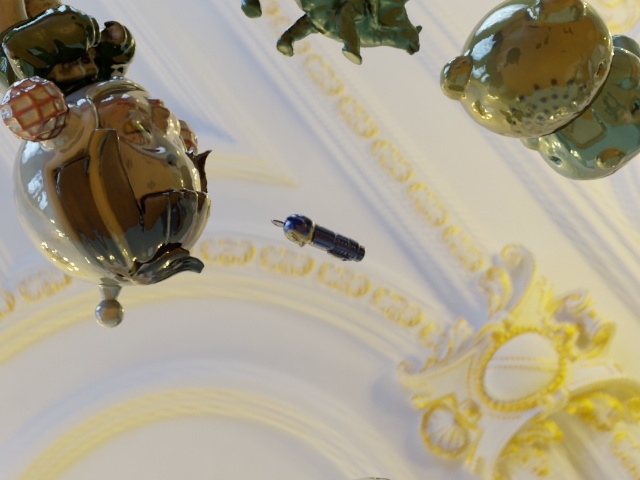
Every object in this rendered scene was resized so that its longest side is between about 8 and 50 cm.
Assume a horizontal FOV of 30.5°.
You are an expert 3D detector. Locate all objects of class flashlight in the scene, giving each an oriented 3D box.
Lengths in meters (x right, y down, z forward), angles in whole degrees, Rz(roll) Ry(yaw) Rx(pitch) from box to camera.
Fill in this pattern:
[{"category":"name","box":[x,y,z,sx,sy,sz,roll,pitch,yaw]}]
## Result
[{"category":"flashlight","box":[0.000,0.000,1.382,0.121,0.057,0.035,24,-109,-29]}]

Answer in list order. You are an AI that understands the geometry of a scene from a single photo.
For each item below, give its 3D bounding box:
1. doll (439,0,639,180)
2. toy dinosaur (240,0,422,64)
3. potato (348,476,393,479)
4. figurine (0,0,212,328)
[{"category":"doll","box":[0.262,-0.174,1.307,0.260,0.177,0.162,27,-139,-45]},{"category":"toy dinosaur","box":[-0.031,-0.227,1.008,0.292,0.079,0.120,15,-97,-29]},{"category":"potato","box":[0.037,0.375,1.266,0.299,0.196,0.246,-21,-108,-15]},{"category":"figurine","box":[-0.220,-0.109,1.080,0.167,0.281,0.370,-30,-103,19]}]
